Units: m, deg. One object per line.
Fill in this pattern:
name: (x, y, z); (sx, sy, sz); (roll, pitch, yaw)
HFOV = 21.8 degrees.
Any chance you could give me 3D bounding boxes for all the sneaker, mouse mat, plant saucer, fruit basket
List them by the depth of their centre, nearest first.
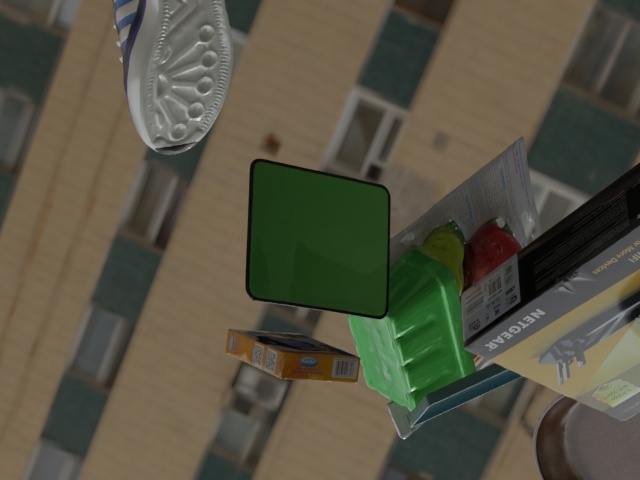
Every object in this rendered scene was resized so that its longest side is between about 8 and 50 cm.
mouse mat: (0.000, 0.000, 1.772); (0.190, 0.152, 0.007); (11, 165, -36)
plant saucer: (0.187, 0.163, 1.923); (0.192, 0.067, 0.018); (-22, -110, -28)
sneaker: (-0.211, -0.293, 2.033); (0.130, 0.322, 0.236); (-11, -150, -27)
plant saucer: (0.412, 0.285, 2.047); (0.311, 0.310, 0.050); (27, -133, 14)
fruit basket: (0.192, 0.065, 2.397); (0.165, 0.327, 0.353); (20, -130, 39)

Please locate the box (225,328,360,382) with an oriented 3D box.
box: (-0.031, 0.106, 1.561); (0.081, 0.028, 0.136); (6, -173, -30)

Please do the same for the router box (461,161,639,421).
router box: (0.339, 0.058, 1.767); (0.243, 0.309, 0.081); (25, -135, -27)
